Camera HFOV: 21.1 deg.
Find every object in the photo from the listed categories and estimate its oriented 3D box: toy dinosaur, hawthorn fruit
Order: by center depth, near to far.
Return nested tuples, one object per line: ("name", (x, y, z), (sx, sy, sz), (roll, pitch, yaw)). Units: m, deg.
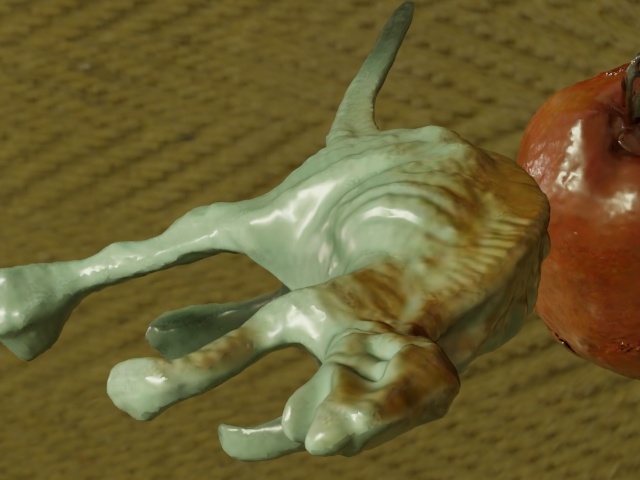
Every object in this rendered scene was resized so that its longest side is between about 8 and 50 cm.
("toy dinosaur", (0.000, 0.000, 0.637), (0.205, 0.393, 0.092), (-19, 104, 26))
("hawthorn fruit", (0.227, -0.033, 1.200), (0.211, 0.299, 0.211), (-8, 57, 13))
